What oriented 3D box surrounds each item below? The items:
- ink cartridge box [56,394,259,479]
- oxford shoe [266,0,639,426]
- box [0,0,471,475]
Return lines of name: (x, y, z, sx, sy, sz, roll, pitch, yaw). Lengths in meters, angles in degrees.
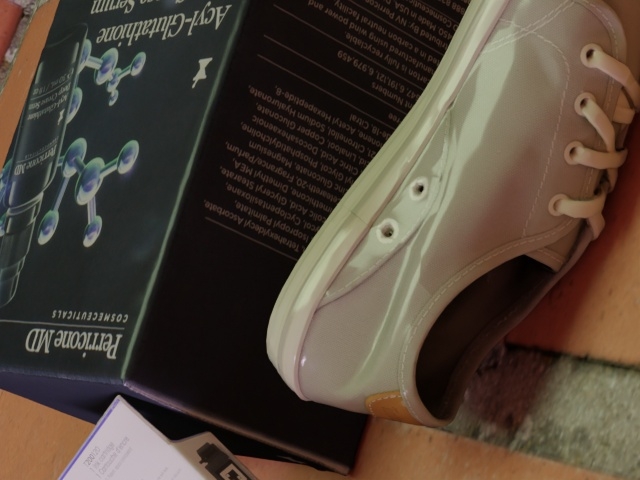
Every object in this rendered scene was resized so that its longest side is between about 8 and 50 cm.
ink cartridge box: (-0.102, 0.231, 1.283, 0.206, 0.208, 0.045, -52, -9, 34)
oxford shoe: (0.137, -0.072, 1.133, 0.130, 0.169, 0.449, 34, 93, 28)
box: (-0.083, -0.050, 1.415, 0.293, 0.212, 0.395, -1, 69, 53)
